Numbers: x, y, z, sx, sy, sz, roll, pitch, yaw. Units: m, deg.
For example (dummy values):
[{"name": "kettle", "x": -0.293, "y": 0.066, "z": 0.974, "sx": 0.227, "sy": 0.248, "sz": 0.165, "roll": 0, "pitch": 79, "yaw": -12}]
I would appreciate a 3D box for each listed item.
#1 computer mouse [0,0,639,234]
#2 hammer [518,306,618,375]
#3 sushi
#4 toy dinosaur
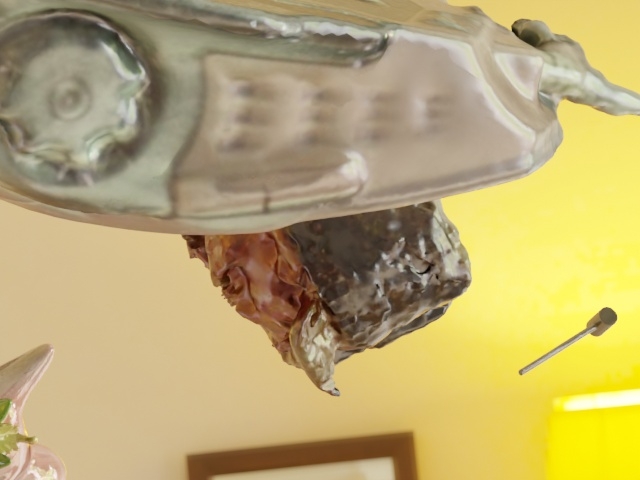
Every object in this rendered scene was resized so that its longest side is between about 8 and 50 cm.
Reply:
[{"name": "computer mouse", "x": -0.041, "y": -0.062, "z": 0.676, "sx": 0.389, "sy": 0.115, "sz": 0.199, "roll": 9, "pitch": 22, "yaw": -24}, {"name": "hammer", "x": 0.225, "y": 0.095, "z": 1.566, "sx": 0.110, "sy": 0.019, "sz": 0.035, "roll": -27, "pitch": -13, "yaw": -23}, {"name": "sushi", "x": 0.000, "y": 0.000, "z": 1.299, "sx": 0.182, "sy": 0.196, "sz": 0.343, "roll": -38, "pitch": 11, "yaw": -2}, {"name": "toy dinosaur", "x": -0.278, "y": 0.175, "z": 1.494, "sx": 0.177, "sy": 0.194, "sz": 0.152, "roll": 2, "pitch": 14, "yaw": -46}]
